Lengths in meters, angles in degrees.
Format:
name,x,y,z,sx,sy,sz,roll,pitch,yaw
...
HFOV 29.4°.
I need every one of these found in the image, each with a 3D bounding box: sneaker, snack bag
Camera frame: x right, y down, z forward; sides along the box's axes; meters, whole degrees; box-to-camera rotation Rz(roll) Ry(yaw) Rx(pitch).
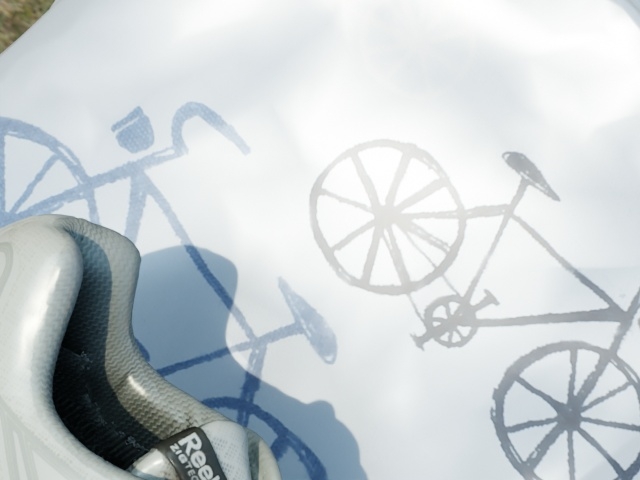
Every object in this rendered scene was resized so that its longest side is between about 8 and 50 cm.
name,x,y,z,sx,sy,sz,roll,pitch,yaw
sneaker,-0.050,0.126,0.364,0.118,0.292,0.110,-33,173,15
snack bag,0.000,0.000,0.504,0.342,0.323,0.037,-42,174,7
